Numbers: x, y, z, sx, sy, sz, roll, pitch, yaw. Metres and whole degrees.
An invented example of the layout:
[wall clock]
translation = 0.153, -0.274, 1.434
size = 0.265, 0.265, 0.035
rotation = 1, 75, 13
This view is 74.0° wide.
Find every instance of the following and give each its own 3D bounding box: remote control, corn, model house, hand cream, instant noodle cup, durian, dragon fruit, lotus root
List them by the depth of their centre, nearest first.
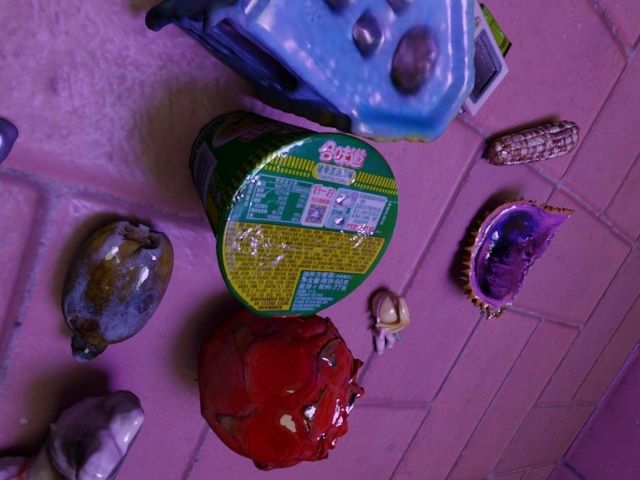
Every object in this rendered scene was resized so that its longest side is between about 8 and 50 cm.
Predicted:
[model house]
translation = 0.015, -0.229, 0.469
size = 0.303, 0.237, 0.216
rotation = 28, 95, -43
[instant noodle cup]
translation = -0.060, -0.055, 0.506
size = 0.207, 0.232, 0.207
rotation = -16, 125, -25
[lotus root]
translation = -0.260, 0.066, 0.535
size = 0.113, 0.088, 0.192
rotation = 25, 100, -23
[dragon fruit]
translation = -0.062, 0.207, 0.636
size = 0.241, 0.252, 0.241
rotation = -29, 159, -13
[remote control]
translation = 0.202, -0.322, 0.659
size = 0.277, 0.055, 0.103
rotation = 37, 92, -40
[hand cream]
translation = 0.294, -0.355, 0.725
size = 0.122, 0.023, 0.036
rotation = 24, 96, -43
[corn]
translation = 0.435, -0.198, 0.870
size = 0.237, 0.079, 0.080
rotation = -14, 120, -24
[durian]
translation = 0.398, 0.039, 0.935
size = 0.261, 0.153, 0.186
rotation = -55, 153, -5

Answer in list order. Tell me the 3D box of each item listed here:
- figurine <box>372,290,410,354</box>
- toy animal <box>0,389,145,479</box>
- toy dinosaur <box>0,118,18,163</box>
[figurine]
translation = 0.143, 0.173, 0.871
size = 0.083, 0.083, 0.187
rotation = -21, 133, -24
[toy animal]
translation = -0.354, 0.300, 0.533
size = 0.266, 0.188, 0.308
rotation = -56, 179, -38
[toy dinosaur]
translation = -0.413, 0.093, 0.452
size = 0.330, 0.129, 0.384
rotation = -31, 129, -28
